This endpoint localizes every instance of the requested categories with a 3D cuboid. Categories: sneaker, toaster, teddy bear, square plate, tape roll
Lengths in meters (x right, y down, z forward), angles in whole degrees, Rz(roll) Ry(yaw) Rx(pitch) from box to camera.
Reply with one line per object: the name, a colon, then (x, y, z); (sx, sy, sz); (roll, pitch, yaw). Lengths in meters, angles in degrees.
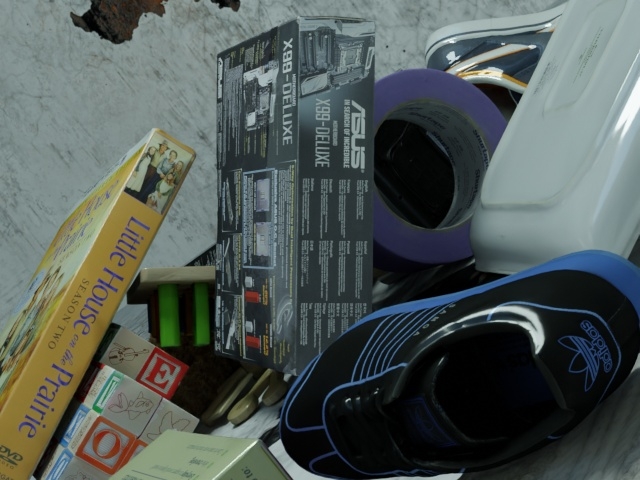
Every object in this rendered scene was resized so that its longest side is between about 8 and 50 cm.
sneaker: (0.274, -0.188, 1.488); (0.321, 0.126, 0.127); (-12, 56, 18)
toaster: (0.088, -0.063, 1.444); (0.110, 0.185, 0.168); (-35, 14, 42)
teddy bear: (-0.177, 0.149, 1.614); (0.338, 0.113, 0.245); (-34, 10, 30)
square plate: (0.224, -0.131, 1.063); (0.347, 0.049, 0.344); (-64, 9, -3)
sneaker: (0.047, 0.073, 0.644); (0.232, 0.081, 0.090); (-31, 1, 41)
tape roll: (0.091, -0.066, 1.313); (0.189, 0.189, 0.080); (-40, 7, -21)

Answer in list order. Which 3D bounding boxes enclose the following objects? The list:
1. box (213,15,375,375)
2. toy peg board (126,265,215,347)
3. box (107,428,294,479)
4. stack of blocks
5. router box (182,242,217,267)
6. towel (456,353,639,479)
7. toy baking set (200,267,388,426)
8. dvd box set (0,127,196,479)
box: (-0.030, -0.037, 1.253); (0.076, 0.307, 0.242); (1, -1, -21)
toy peg board: (-0.117, 0.079, 1.449); (0.161, 0.079, 0.160); (-1, -11, -14)
box: (-0.115, 0.223, 0.726); (0.243, 0.117, 0.213); (-39, 7, -19)
stack of blocks: (-0.216, 0.177, 1.375); (0.171, 0.087, 0.297); (-59, 17, -9)
router box: (-0.092, 0.049, 1.738); (0.179, 0.046, 0.133); (7, -32, -46)
towel: (0.132, 0.093, 0.611); (0.187, 0.049, 0.282); (-32, 9, 39)
toy baking set: (-0.019, 0.109, 1.409); (0.256, 0.030, 0.197); (-45, 13, -9)
dvd box set: (-0.294, 0.104, 1.462); (0.307, 0.062, 0.420); (-31, 30, 57)
